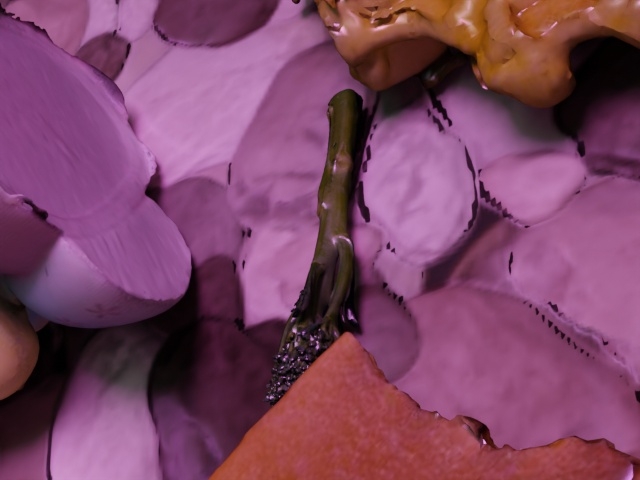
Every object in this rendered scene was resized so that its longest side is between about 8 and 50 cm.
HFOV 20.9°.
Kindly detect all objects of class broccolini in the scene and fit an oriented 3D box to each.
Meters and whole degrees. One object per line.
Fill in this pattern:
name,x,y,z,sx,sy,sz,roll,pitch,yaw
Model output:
broccolini,0.000,0.000,0.616,0.030,0.035,0.140,-13,52,27

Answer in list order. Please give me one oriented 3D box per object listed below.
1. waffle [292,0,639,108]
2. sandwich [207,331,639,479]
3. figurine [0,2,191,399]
waffle,0.076,-0.177,0.664,0.307,0.060,0.312,-13,51,32
sandwich,0.038,0.143,0.431,0.186,0.108,0.220,-45,42,5
figurine,-0.208,0.071,0.622,0.315,0.206,0.284,-42,33,14
